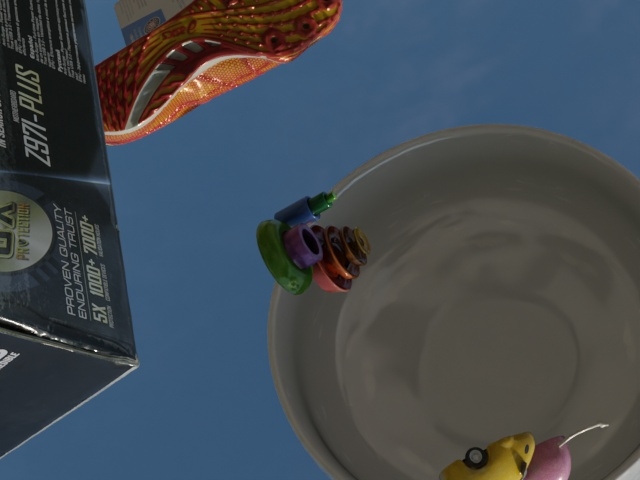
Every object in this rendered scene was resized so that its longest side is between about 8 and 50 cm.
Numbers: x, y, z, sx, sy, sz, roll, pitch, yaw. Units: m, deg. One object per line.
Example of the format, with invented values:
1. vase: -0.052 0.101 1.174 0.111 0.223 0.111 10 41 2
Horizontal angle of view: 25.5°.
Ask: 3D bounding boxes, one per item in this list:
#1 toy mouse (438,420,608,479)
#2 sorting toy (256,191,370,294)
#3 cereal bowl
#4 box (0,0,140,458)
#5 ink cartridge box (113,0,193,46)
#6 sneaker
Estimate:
1. toy mouse: 0.107 0.162 0.894 0.161 0.143 0.031 -20 -115 -17
2. sorting toy: 0.000 0.000 0.895 0.042 0.102 0.061 -29 -106 22
3. cereal bowl: 0.135 0.083 1.130 0.339 0.141 0.339 -7 -117 14
4. box: -0.142 -0.015 0.434 0.147 0.077 0.180 -33 -126 30
5. ink cartridge box: -0.072 -0.237 1.292 0.231 0.078 0.134 -37 -146 8
6. sneaker: -0.069 -0.115 0.852 0.175 0.067 0.064 -25 -91 -5
